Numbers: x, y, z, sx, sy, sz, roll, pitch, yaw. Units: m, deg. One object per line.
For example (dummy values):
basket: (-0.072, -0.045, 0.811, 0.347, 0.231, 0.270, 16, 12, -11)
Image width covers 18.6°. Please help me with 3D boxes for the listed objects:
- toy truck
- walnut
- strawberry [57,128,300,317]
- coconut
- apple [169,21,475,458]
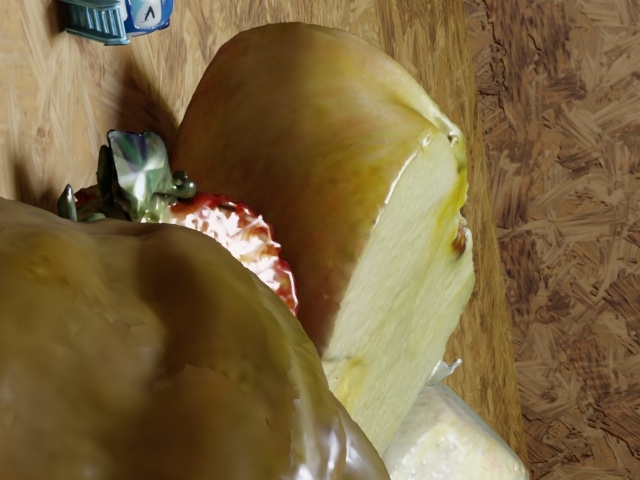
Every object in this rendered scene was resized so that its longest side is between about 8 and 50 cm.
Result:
toy truck: (-0.142, -0.159, 1.336, 0.090, 0.073, 0.056, -68, 150, -63)
walnut: (-0.107, 0.137, 0.618, 0.344, 0.306, 0.306, -99, 174, -46)
strawberry: (-0.104, 0.060, 1.289, 0.188, 0.106, 0.286, -40, 112, -37)
coconut: (0.061, 0.252, 1.793, 0.259, 0.259, 0.259, -4, 90, -77)
apple: (0.000, 0.000, 1.476, 0.309, 0.252, 0.314, 66, 4, -59)
